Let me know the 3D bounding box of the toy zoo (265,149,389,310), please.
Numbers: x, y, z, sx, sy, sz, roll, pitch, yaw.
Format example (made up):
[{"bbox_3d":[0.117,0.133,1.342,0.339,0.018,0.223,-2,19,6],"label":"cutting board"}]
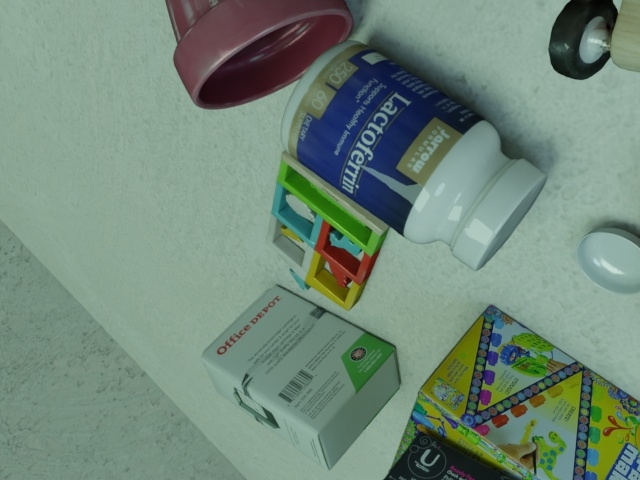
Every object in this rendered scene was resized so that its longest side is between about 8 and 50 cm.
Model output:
[{"bbox_3d":[0.000,0.000,1.131,0.192,0.030,0.293,39,149,15],"label":"toy zoo"}]

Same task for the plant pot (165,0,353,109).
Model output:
[{"bbox_3d":[-0.090,-0.272,0.790,0.180,0.201,0.201,63,150,3],"label":"plant pot"}]

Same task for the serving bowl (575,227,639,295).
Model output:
[{"bbox_3d":[0.315,0.018,0.752,0.083,0.027,0.083,32,146,25],"label":"serving bowl"}]

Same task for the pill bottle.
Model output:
[{"bbox_3d":[0.099,-0.091,0.778,0.264,0.153,0.153,36,148,17],"label":"pill bottle"}]

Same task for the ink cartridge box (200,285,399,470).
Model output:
[{"bbox_3d":[-0.036,0.233,1.272,0.289,0.211,0.121,25,145,35],"label":"ink cartridge box"}]

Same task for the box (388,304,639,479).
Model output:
[{"bbox_3d":[0.272,0.297,0.984,0.279,0.177,0.290,35,147,21],"label":"box"}]

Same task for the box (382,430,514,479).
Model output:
[{"bbox_3d":[0.169,0.394,0.914,0.163,0.142,0.247,21,142,34],"label":"box"}]

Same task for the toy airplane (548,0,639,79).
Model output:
[{"bbox_3d":[0.183,-0.268,0.352,0.386,0.272,0.384,32,-179,1],"label":"toy airplane"}]
